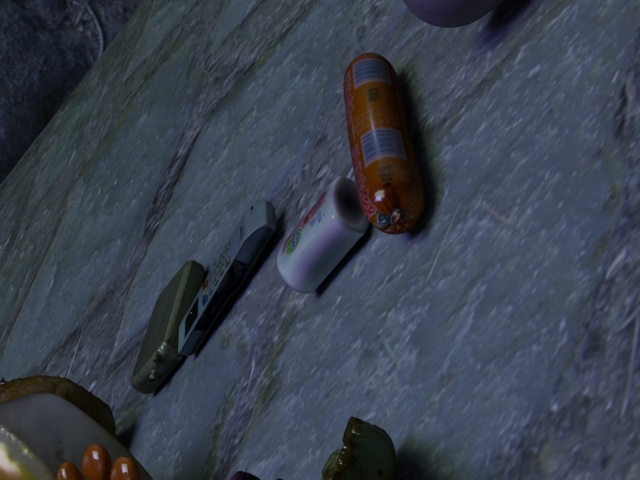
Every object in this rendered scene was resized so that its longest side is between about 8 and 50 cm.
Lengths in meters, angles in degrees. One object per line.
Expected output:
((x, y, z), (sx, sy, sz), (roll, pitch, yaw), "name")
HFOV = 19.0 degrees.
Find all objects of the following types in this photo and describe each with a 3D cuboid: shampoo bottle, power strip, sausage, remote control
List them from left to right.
((-0.158, 0.093, 1.985), (0.076, 0.028, 0.169), (-48, 18, 34), "power strip")
((-0.092, 0.039, 1.882), (0.166, 0.029, 0.065), (-59, 16, 21), "remote control")
((0.000, 0.000, 1.641), (0.099, 0.043, 0.072), (-49, 19, 31), "shampoo bottle")
((0.050, -0.088, 1.627), (0.053, 0.053, 0.348), (-54, 17, 19), "sausage")

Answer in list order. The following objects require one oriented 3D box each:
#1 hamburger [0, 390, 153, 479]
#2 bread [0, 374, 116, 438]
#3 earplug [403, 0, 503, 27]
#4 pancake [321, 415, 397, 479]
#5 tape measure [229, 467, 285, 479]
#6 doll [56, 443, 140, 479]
((-0.254, 0.249, 1.661), (0.151, 0.227, 0.295), (-41, 3, -28), "hamburger")
((-0.326, 0.258, 1.935), (0.195, 0.176, 0.246), (-43, 23, 51), "bread")
((0.153, -0.308, 1.538), (0.301, 0.172, 0.172), (-60, 15, 19), "earplug")
((-0.014, 0.235, 1.153), (0.197, 0.054, 0.376), (-63, 0, 42), "pancake")
((-0.077, 0.239, 1.393), (0.118, 0.074, 0.125), (-47, 18, 42), "tape measure")
((-0.180, 0.268, 1.471), (0.143, 0.135, 0.221), (17, 97, 55), "doll")
